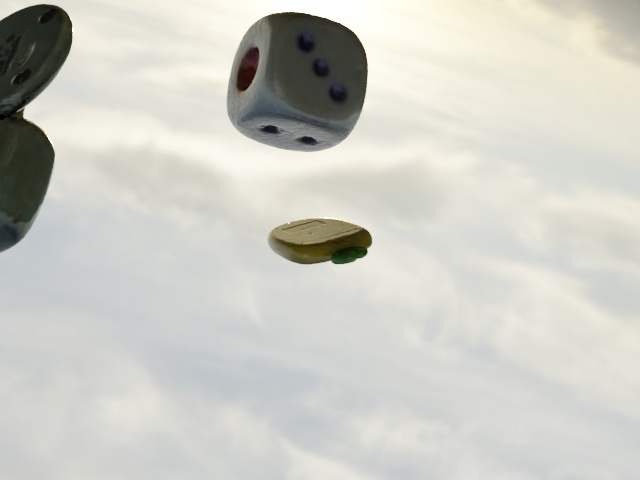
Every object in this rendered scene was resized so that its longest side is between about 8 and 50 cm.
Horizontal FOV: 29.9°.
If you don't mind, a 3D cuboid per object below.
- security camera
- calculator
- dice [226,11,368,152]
[{"bbox_3d":[-0.322,-0.113,1.211,0.157,0.301,0.080,-11,142,29],"label":"security camera"},{"bbox_3d":[0.000,0.000,1.928,0.146,0.032,0.235,-16,-162,-25],"label":"calculator"},{"bbox_3d":[-0.041,-0.267,2.043,0.192,0.193,0.194,16,163,-26],"label":"dice"}]
